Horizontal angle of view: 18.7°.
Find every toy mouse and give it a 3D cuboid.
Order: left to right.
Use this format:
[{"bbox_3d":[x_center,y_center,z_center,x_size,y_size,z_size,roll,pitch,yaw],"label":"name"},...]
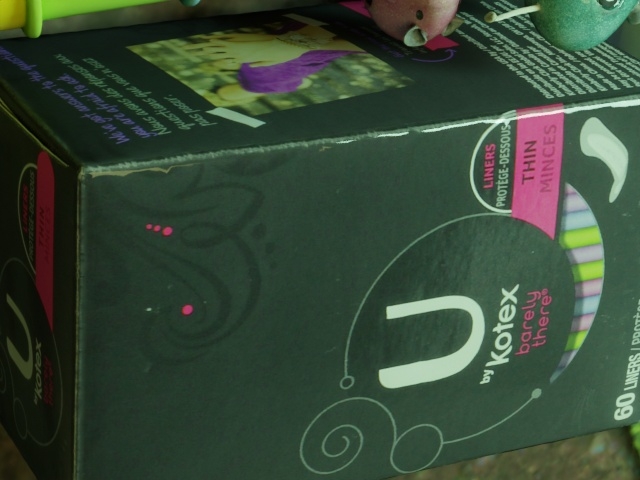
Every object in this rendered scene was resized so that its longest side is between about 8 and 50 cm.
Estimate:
[{"bbox_3d":[0.074,-0.096,0.781,0.161,0.143,0.031,-4,112,7],"label":"toy mouse"}]

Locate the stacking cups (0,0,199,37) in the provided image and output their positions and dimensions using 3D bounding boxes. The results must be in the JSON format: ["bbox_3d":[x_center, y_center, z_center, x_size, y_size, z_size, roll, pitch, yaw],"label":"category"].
[{"bbox_3d":[-0.028,-0.130,0.758,0.316,0.096,0.096,-8,112,-15],"label":"stacking cups"}]

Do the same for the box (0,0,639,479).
[{"bbox_3d":[0.000,0.000,0.817,0.270,0.143,0.165,-9,119,-25],"label":"box"}]

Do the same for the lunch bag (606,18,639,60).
[{"bbox_3d":[0.249,-0.141,0.925,0.279,0.108,0.224,-1,109,-28],"label":"lunch bag"}]
